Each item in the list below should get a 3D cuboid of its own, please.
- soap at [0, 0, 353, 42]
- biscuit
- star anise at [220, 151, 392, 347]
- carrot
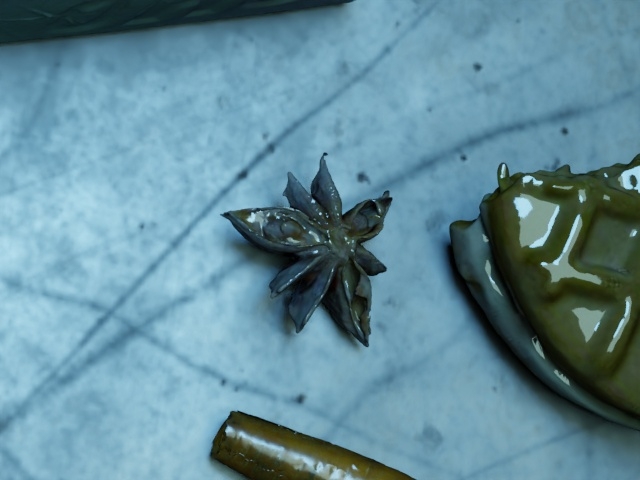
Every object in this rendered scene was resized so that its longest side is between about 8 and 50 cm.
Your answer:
[{"bbox_3d":[-0.089,-0.193,1.236,0.290,0.173,0.095,-9,87,-22],"label":"soap"},{"bbox_3d":[0.289,-0.005,1.381,0.366,0.115,0.268,-33,94,-20],"label":"biscuit"},{"bbox_3d":[-0.009,0.001,1.295,0.129,0.056,0.124,18,73,-33],"label":"star anise"},{"bbox_3d":[0.006,0.158,1.285,0.161,0.055,0.055,27,73,-7],"label":"carrot"}]
